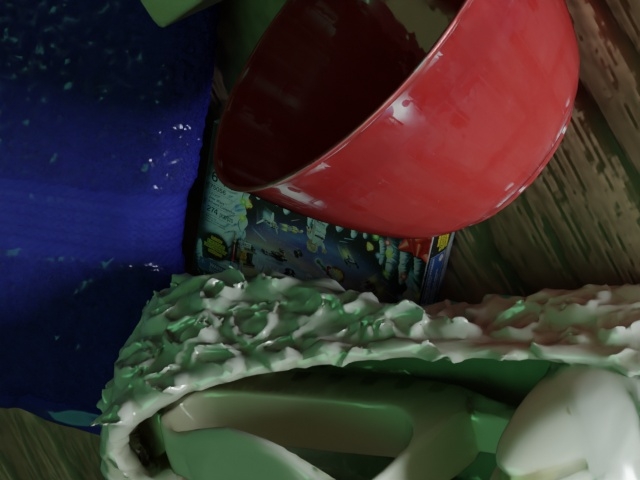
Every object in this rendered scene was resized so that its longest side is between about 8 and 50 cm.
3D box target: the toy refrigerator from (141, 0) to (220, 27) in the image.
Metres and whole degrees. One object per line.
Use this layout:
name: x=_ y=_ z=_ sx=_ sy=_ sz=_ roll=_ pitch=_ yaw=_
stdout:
toy refrigerator: x=0.017 y=-0.206 z=0.860 sx=0.269 sy=0.094 sz=0.102 roll=-30 pitch=93 yaw=37

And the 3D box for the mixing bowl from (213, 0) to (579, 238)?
mixing bowl: x=0.048 y=-0.069 z=0.881 sx=0.098 sy=0.181 sz=0.181 roll=38 pitch=136 yaw=-24

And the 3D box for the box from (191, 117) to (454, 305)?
box: x=0.000 y=0.000 z=1.020 sx=0.137 sy=0.027 sz=0.094 roll=26 pitch=123 yaw=24

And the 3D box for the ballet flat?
ballet flat: x=0.071 y=0.099 z=0.922 sx=0.409 sy=0.147 sz=0.147 roll=2 pitch=112 yaw=28

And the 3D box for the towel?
towel: x=-0.175 y=-0.050 z=1.046 sx=0.228 sy=0.076 sz=0.308 roll=8 pitch=115 yaw=-3
